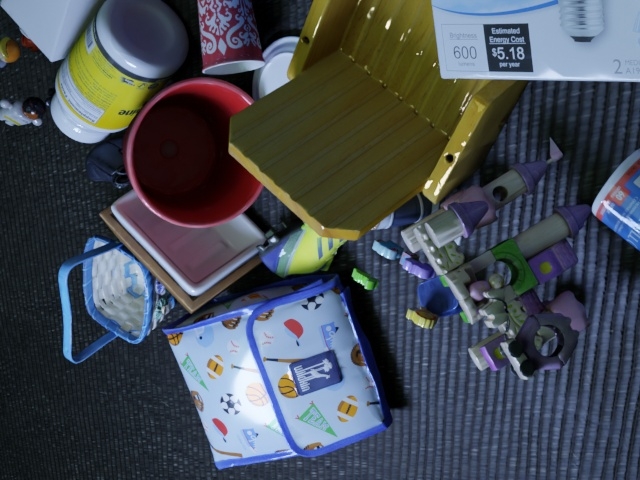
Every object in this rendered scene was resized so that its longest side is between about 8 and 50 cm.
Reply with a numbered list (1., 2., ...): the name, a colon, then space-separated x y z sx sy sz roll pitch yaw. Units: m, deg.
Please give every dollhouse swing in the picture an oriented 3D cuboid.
1. dollhouse swing: 0.070 -0.231 1.658 0.347 0.305 0.315 43 135 20

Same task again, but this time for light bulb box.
1. light bulb box: 0.334 -0.407 1.371 0.358 0.225 0.361 8 117 41

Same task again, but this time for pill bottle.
1. pill bottle: -0.417 -0.335 2.150 0.334 0.188 0.188 -37 84 48
2. pill bottle: 0.501 -0.020 1.487 0.221 0.124 0.124 41 134 21

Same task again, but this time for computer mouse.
1. computer mouse: -0.414 -0.180 2.257 0.272 0.188 0.072 6 123 54

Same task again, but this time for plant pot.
1. plant pot: -0.256 -0.168 2.019 0.243 0.275 0.275 16 125 67

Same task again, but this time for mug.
1. mug: -0.169 -0.388 1.912 0.150 0.113 0.169 175 86 -81

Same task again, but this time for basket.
1. basket: -0.451 0.106 2.336 0.201 0.289 0.254 28 129 30

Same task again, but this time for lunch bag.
1. lunch bag: 0.221 0.097 1.857 0.098 0.065 0.067 -24 73 45
2. lunch bag: -0.074 0.253 2.109 0.385 0.239 0.328 -14 100 30

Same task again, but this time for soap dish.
1. soap dish: -0.267 -0.005 2.165 0.291 0.229 0.118 44 151 17

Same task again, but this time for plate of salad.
1. plate of salad: -0.044 -0.268 1.932 0.200 0.048 0.200 9 104 38

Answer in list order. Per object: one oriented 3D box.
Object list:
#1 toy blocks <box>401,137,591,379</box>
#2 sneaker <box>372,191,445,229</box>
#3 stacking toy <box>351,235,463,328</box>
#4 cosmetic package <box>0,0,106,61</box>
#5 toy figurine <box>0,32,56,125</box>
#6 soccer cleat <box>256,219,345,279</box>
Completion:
1. toy blocks: 0.313 0.027 1.602 0.288 0.260 0.309 61 175 3
2. sneaker: 0.120 -0.132 1.824 0.099 0.153 0.282 107 153 -46
3. stacking toy: 0.141 0.032 1.856 0.221 0.052 0.167 32 113 43
4. cosmetic package: -0.496 -0.563 2.130 0.197 0.155 0.365 48 136 15
5. toy figurine: -0.612 -0.360 2.307 0.148 0.209 0.213 -4 108 42
6. soccer cleat: 0.000 -0.001 2.017 0.121 0.093 0.289 47 138 -18
